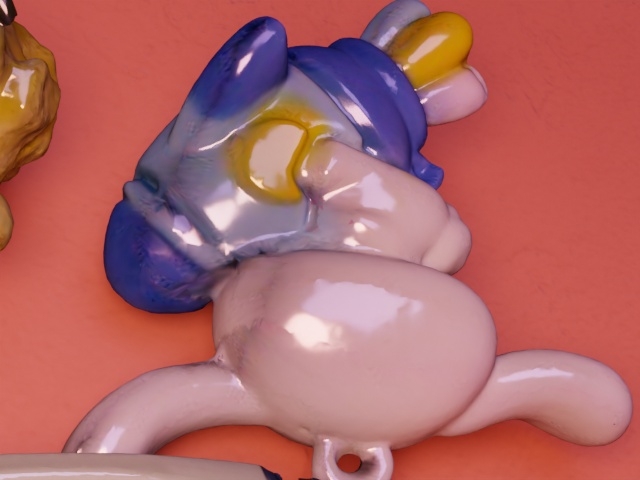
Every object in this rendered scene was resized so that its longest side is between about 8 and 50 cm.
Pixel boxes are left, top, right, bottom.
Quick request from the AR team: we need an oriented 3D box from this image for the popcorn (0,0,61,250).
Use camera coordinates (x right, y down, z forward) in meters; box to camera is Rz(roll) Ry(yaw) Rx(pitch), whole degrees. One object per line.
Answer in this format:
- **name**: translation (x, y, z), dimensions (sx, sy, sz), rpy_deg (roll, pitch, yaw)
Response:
- **popcorn**: translation (-0.299, -0.093, 0.956), dimensions (0.286, 0.215, 0.252), rpy_deg (8, 37, -27)

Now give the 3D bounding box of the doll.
- **doll**: translation (-0.005, 0.004, 1.060), dimensions (0.376, 0.187, 0.366), rpy_deg (5, 64, -35)

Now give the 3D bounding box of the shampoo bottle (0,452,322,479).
- **shampoo bottle**: translation (-0.132, 0.179, 0.884), dimensions (0.359, 0.134, 0.078), rpy_deg (3, 26, -21)
